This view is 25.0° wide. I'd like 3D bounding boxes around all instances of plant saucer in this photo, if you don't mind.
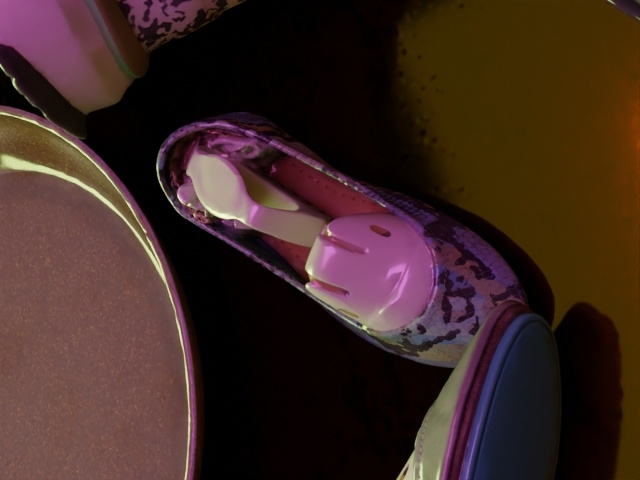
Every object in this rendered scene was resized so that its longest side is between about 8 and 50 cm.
[{"bbox_3d":[-0.169,0.087,0.742,0.310,0.050,0.311,-1,88,36],"label":"plant saucer"}]

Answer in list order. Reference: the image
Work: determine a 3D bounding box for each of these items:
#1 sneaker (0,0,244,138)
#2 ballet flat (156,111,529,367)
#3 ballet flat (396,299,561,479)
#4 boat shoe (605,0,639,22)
[{"bbox_3d":[-0.102,-0.254,0.690,0.182,0.158,0.410,-18,73,2],"label":"sneaker"},{"bbox_3d":[0.000,0.000,0.617,0.188,0.070,0.070,28,104,33],"label":"ballet flat"},{"bbox_3d":[0.052,0.129,0.570,0.068,0.072,0.213,0,88,40],"label":"ballet flat"},{"bbox_3d":[0.089,-0.121,0.531,0.335,0.112,0.095,33,101,28],"label":"boat shoe"}]
